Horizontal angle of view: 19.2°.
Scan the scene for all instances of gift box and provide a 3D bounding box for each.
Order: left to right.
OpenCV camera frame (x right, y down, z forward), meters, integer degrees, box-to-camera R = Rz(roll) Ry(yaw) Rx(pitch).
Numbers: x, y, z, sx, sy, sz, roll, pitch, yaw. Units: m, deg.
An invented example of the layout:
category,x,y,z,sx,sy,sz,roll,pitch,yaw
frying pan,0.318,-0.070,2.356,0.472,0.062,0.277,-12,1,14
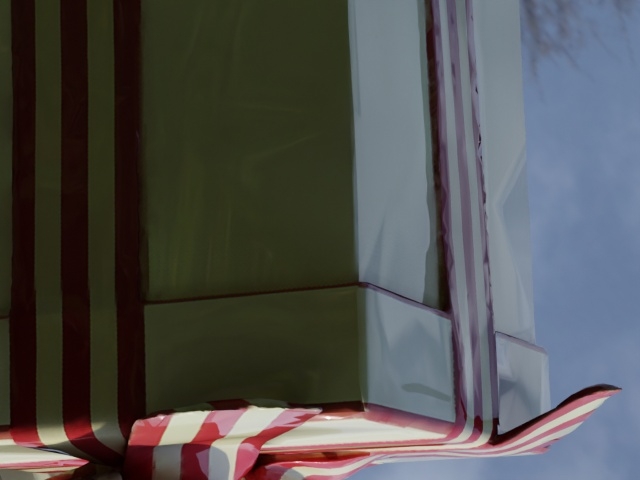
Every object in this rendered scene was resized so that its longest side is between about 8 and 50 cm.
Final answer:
category,x,y,z,sx,sy,sz,roll,pitch,yaw
gift box,-0.031,-0.008,0.775,0.276,0.255,0.258,-6,-101,28

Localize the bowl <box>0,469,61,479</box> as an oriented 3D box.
category,x,y,z,sx,sy,sz,roll,pitch,yaw
bowl,-0.119,0.099,0.955,0.080,0.170,0.170,-15,-128,62
